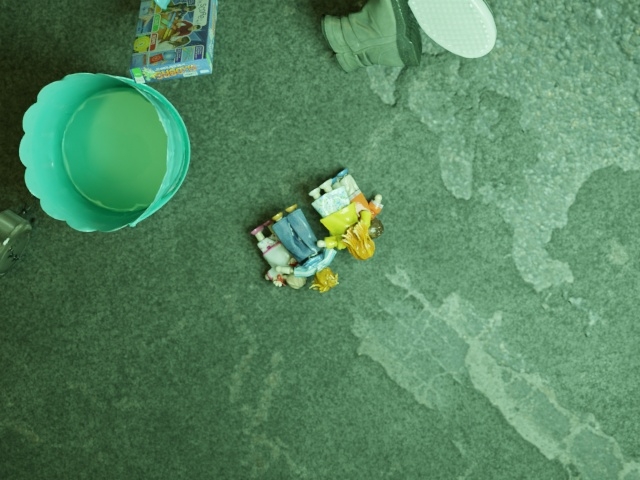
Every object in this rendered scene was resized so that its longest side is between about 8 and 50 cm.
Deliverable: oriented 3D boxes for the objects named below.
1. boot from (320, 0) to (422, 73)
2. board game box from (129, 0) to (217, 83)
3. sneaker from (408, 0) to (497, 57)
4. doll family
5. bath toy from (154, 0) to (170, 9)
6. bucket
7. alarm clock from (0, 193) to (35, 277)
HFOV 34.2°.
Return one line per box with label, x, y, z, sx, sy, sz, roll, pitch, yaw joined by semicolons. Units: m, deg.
boot;0.071;-0.376;1.750;0.161;0.083;0.246;-2;140;18
board game box;-0.253;-0.359;1.814;0.136;0.201;0.035;-6;139;8
sneaker;0.192;-0.457;1.774;0.321;0.127;0.126;41;139;-20
doll family;0.000;0.000;1.852;0.263;0.118;0.163;-33;92;9
bath toy;-0.193;-0.566;1.793;0.348;0.151;0.129;-44;67;9
bucket;-0.374;-0.159;1.844;0.281;0.183;0.281;1;97;6
alarm clock;-0.575;-0.006;1.916;0.064;0.129;0.192;28;78;1
